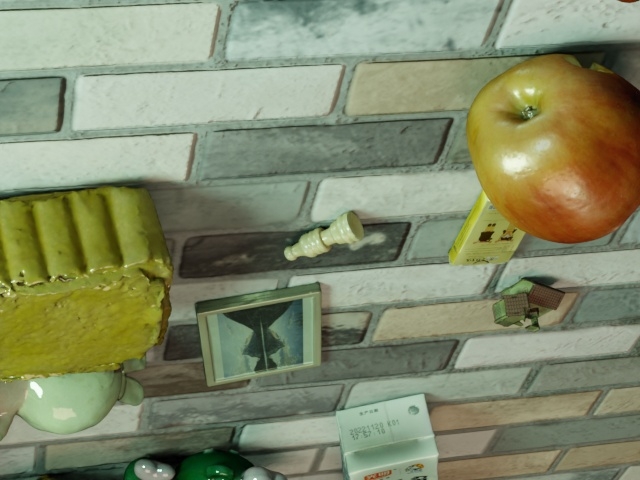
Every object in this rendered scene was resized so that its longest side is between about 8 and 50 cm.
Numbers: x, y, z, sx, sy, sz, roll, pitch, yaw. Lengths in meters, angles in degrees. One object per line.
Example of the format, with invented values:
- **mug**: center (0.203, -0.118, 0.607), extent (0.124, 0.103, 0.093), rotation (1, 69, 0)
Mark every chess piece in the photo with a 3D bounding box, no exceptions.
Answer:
- **chess piece**: center (0.000, 0.000, 1.863), extent (0.092, 0.035, 0.035), rotation (-23, 149, 25)

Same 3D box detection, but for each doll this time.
- **doll**: center (-0.324, 0.154, 1.891), extent (0.275, 0.154, 0.113), rotation (0, 169, -15)

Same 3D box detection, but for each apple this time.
- **apple**: center (0.233, -0.094, 1.658), extent (0.199, 0.199, 0.199), rotation (-9, 150, -5)

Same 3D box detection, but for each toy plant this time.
- **toy plant**: center (-0.145, 0.346, 2.320), extent (0.233, 0.112, 0.243), rotation (-2, 154, 14)

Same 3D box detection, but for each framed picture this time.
- **framed picture**: center (-0.072, 0.116, 2.052), extent (0.150, 0.015, 0.203), rotation (-9, 150, -6)

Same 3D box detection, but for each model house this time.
- **model house**: center (0.253, 0.076, 2.065), extent (0.083, 0.057, 0.058), rotation (19, 142, -40)

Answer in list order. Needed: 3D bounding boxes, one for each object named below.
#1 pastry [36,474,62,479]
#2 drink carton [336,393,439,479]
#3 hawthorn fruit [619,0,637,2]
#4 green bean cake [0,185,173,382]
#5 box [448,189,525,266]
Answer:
- **pastry**: center (-0.309, 0.393, 2.297), extent (0.219, 0.100, 0.229), rotation (10, 156, 14)
- **drink carton**: center (0.098, 0.333, 2.403), extent (0.131, 0.106, 0.315), rotation (-13, 149, -3)
- **hawthorn fruit**: center (0.259, -0.257, 1.483), extent (0.093, 0.081, 0.081), rotation (31, 136, -12)
- **green bean cake**: center (-0.274, 0.045, 1.739), extent (0.230, 0.131, 0.224), rotation (-7, 152, -16)
- **box**: center (0.198, -0.015, 1.923), extent (0.073, 0.020, 0.149), rotation (-3, 149, -17)
